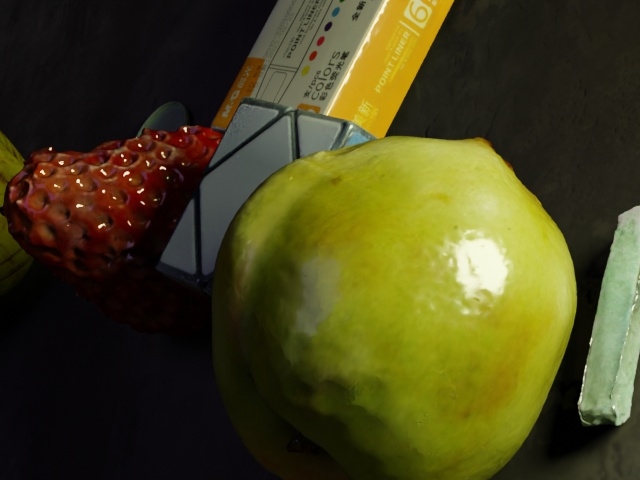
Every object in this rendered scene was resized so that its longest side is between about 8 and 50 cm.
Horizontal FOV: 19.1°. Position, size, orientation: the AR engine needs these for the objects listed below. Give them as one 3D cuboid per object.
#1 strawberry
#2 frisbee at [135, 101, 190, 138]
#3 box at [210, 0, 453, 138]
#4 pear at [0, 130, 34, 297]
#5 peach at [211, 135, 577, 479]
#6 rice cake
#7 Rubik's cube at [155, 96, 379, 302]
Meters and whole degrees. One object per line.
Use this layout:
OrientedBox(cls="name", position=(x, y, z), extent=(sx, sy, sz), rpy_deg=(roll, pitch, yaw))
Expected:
OrientedBox(cls="strawberry", position=(-0.174, -0.012, 2.055), extent=(0.253, 0.280, 0.150), rpy_deg=(-41, 39, 8))
OrientedBox(cls="frisbee", position=(-0.202, -0.125, 2.395), extent=(0.110, 0.014, 0.110), rpy_deg=(-33, 41, 34))
OrientedBox(cls="box", position=(0.018, -0.206, 2.110), extent=(0.220, 0.091, 0.274), rpy_deg=(12, 73, 55))
OrientedBox(cls="pear", position=(-0.494, -0.035, 2.470), extent=(0.283, 0.283, 0.284), rpy_deg=(-32, 42, 34))
OrientedBox(cls="peach", position=(0.069, 0.074, 1.637), extent=(0.315, 0.314, 0.281), rpy_deg=(-35, 27, -21))
OrientedBox(cls="rice cake", position=(0.261, 0.065, 1.641), extent=(0.043, 0.034, 0.211), rpy_deg=(-4, 60, 41))
OrientedBox(cls="Rubik's cube", position=(0.000, 0.000, 1.872), extent=(0.207, 0.205, 0.205), rpy_deg=(19, 80, 57))
